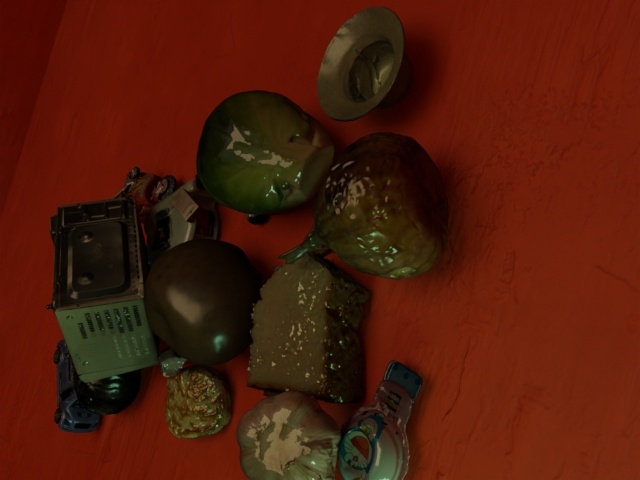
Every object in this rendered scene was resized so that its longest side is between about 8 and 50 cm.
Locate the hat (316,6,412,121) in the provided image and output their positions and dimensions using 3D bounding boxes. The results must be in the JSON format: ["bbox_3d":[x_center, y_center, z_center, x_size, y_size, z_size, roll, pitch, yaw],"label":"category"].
[{"bbox_3d":[0.123,-0.360,1.617,0.257,0.130,0.257,-18,64,42],"label":"hat"}]

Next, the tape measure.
[{"bbox_3d":[-0.389,-0.031,2.061,0.243,0.125,0.246,-28,58,39],"label":"tape measure"}]

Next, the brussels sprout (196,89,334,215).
[{"bbox_3d":[-0.129,-0.198,1.731,0.355,0.281,0.289,20,93,38],"label":"brussels sprout"}]

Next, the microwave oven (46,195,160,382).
[{"bbox_3d":[-0.587,0.130,2.014,0.394,0.247,0.333,-109,12,-45],"label":"microwave oven"}]

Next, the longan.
[{"bbox_3d":[-0.274,0.145,1.779,0.350,0.288,0.288,43,109,44],"label":"longan"}]

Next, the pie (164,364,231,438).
[{"bbox_3d":[-0.310,0.403,1.864,0.205,0.084,0.178,-22,76,36],"label":"pie"}]

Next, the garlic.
[{"bbox_3d":[-0.046,0.408,1.481,0.219,0.212,0.218,-3,79,17],"label":"garlic"}]

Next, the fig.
[{"bbox_3d":[0.056,-0.038,1.441,0.369,0.286,0.286,-22,61,23],"label":"fig"}]

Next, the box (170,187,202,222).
[{"bbox_3d":[-0.355,-0.093,1.965,0.053,0.024,0.083,-47,64,7],"label":"box"}]

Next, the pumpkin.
[{"bbox_3d":[-0.611,0.382,2.135,0.233,0.163,0.233,-16,70,50],"label":"pumpkin"}]

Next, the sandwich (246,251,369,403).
[{"bbox_3d":[-0.025,0.180,1.603,0.262,0.131,0.325,-7,76,46],"label":"sandwich"}]

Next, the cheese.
[{"bbox_3d":[0.113,0.375,1.435,0.189,0.074,0.285,29,98,46],"label":"cheese"}]

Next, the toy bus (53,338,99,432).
[{"bbox_3d":[-0.730,0.432,2.275,0.133,0.126,0.292,-36,52,34],"label":"toy bus"}]

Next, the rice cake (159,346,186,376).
[{"bbox_3d":[-0.372,0.304,1.900,0.051,0.081,0.290,66,167,-3],"label":"rice cake"}]

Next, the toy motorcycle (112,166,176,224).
[{"bbox_3d":[-0.540,-0.133,2.280,0.298,0.089,0.171,10,86,48],"label":"toy motorcycle"}]

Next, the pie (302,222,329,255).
[{"bbox_3d":[0.000,0.000,1.707,0.170,0.034,0.092,-37,55,41],"label":"pie"}]

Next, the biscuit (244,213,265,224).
[{"bbox_3d":[-0.183,-0.137,1.928,0.061,0.055,0.219,-42,50,43],"label":"biscuit"}]
